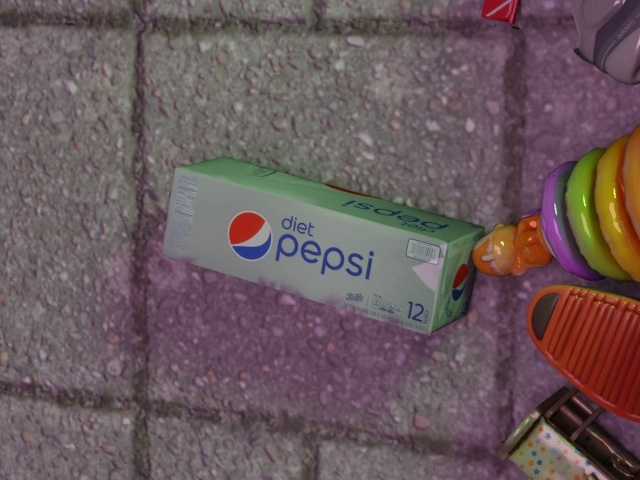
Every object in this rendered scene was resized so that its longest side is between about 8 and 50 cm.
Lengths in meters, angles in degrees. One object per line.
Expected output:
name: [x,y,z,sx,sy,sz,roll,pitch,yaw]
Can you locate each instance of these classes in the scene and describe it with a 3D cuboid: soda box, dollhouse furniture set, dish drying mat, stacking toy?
soda box: [0.000,0.000,1.393,0.286,0.098,0.091,16,106,24]
dollhouse furniture set: [0.277,0.179,1.281,0.182,0.101,0.161,41,113,15]
dish drying mat: [0.166,-0.237,1.325,0.032,0.008,0.083,16,105,24]
stacking toy: [0.251,-0.021,1.255,0.302,0.175,0.165,-16,96,41]

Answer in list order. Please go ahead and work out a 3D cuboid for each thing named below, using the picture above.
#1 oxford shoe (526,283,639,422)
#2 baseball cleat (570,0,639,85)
oxford shoe: [0.302,0.101,1.238,0.271,0.098,0.096,24,114,8]
baseball cleat: [0.275,-0.235,1.237,0.109,0.072,0.205,35,108,25]
